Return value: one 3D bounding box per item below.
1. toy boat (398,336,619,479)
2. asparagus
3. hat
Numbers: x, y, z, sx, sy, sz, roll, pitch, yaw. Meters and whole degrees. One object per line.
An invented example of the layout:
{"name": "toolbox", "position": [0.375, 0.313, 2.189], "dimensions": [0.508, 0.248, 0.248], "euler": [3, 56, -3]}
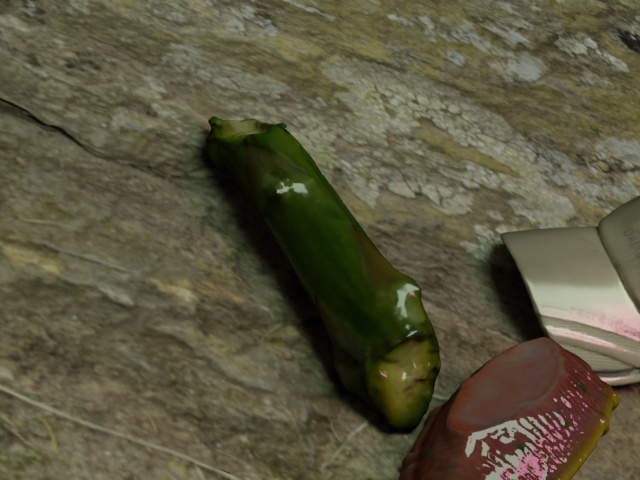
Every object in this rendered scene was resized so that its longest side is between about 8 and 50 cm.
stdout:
{"name": "toy boat", "position": [0.146, 0.151, 1.351], "dimensions": [0.141, 0.099, 0.318], "euler": [2, 20, 28]}
{"name": "asparagus", "position": [-0.001, 0.000, 1.420], "dimensions": [0.082, 0.085, 0.343], "euler": [-17, 58, -23]}
{"name": "hat", "position": [0.286, 0.014, 1.592], "dimensions": [0.226, 0.164, 0.219], "euler": [18, 36, -36]}
